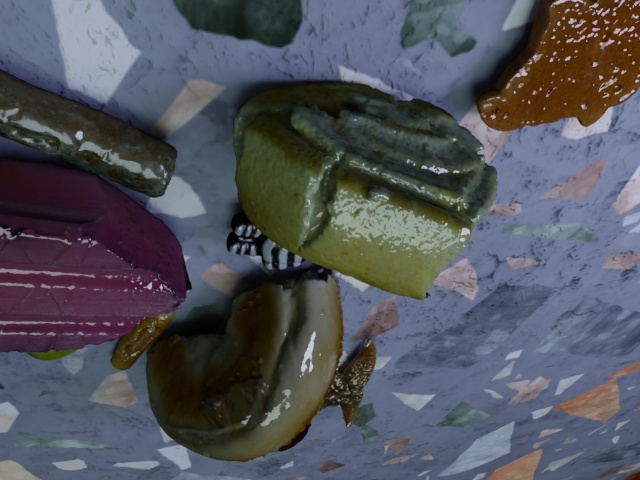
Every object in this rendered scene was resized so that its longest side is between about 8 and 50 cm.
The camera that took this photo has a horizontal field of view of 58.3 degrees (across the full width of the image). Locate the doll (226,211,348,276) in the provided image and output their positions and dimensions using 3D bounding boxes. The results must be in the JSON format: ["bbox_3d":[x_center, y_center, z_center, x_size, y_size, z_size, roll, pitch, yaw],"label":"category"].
[{"bbox_3d":[0.000,0.000,0.681,0.219,0.067,0.091,3,130,-23],"label":"doll"}]

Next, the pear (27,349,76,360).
[{"bbox_3d":[-0.308,0.095,0.666,0.096,0.092,0.092,-16,138,-1],"label":"pear"}]

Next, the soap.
[{"bbox_3d":[-0.269,0.021,0.562,0.289,0.112,0.182,7,138,-32],"label":"soap"}]

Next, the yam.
[{"bbox_3d":[-0.253,-0.110,0.484,0.274,0.061,0.061,23,125,-33],"label":"yam"}]

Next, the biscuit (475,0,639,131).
[{"bbox_3d":[0.287,-0.199,0.584,0.280,0.043,0.183,-30,140,7],"label":"biscuit"}]

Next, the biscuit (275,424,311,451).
[{"bbox_3d":[-0.108,0.285,0.933,0.191,0.049,0.192,3,135,3],"label":"biscuit"}]

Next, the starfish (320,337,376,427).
[{"bbox_3d":[0.015,0.243,0.963,0.138,0.050,0.248,-3,129,-15],"label":"starfish"}]

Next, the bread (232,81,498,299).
[{"bbox_3d":[0.040,-0.056,0.550,0.256,0.186,0.124,12,135,-18],"label":"bread"}]

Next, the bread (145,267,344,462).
[{"bbox_3d":[-0.080,0.180,0.750,0.314,0.192,0.171,-36,141,19],"label":"bread"}]

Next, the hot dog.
[{"bbox_3d":[-0.244,0.132,0.770,0.044,0.028,0.137,30,122,-31],"label":"hot dog"}]
